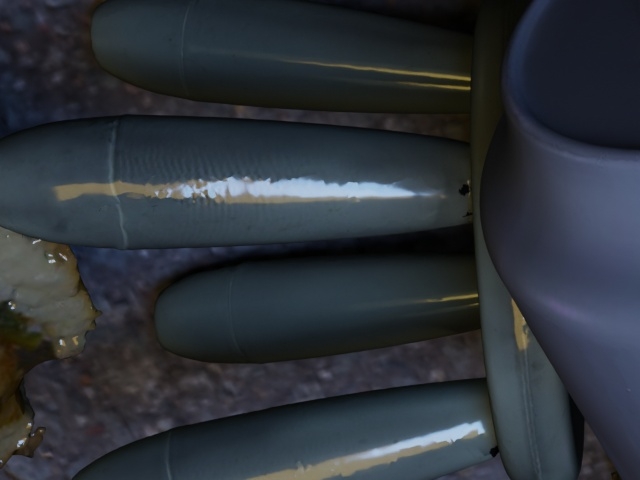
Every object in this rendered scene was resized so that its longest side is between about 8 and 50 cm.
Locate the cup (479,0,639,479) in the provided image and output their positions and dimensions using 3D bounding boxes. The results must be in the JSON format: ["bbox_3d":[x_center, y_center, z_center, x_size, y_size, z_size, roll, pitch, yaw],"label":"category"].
[{"bbox_3d":[0.245,0.023,0.475,0.323,0.237,0.327,-31,115,1],"label":"cup"}]

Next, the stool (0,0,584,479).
[{"bbox_3d":[0.000,0.000,0.623,0.199,0.195,0.195,-1,118,11],"label":"stool"}]

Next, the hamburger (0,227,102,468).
[{"bbox_3d":[-0.267,-0.022,0.639,0.330,0.209,0.162,9,115,-40],"label":"hamburger"}]

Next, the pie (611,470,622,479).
[{"bbox_3d":[0.257,0.071,0.685,0.315,0.092,0.315,5,125,7],"label":"pie"}]
